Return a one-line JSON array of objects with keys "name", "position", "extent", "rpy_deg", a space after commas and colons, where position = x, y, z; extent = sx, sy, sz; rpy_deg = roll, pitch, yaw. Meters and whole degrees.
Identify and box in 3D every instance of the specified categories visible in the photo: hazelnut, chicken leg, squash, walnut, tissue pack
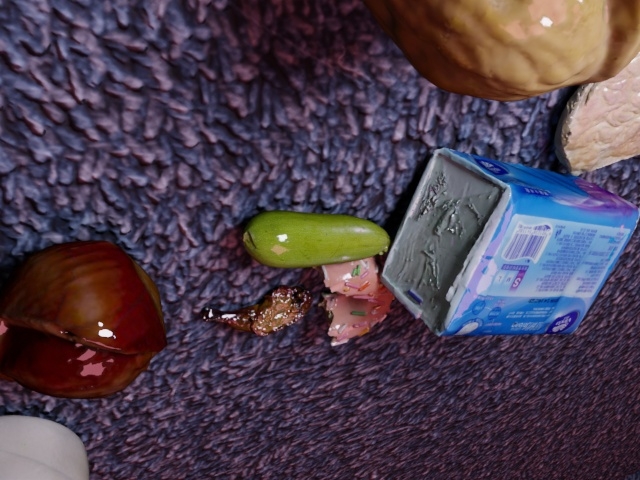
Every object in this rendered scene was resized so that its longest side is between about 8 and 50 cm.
[{"name": "hazelnut", "position": [-0.242, 0.092, 0.742], "extent": [0.170, 0.160, 0.201], "rpy_deg": [20, 132, -11]}, {"name": "chicken leg", "position": [-0.077, 0.092, 0.945], "extent": [0.145, 0.037, 0.062], "rpy_deg": [-18, 119, -12]}, {"name": "squash", "position": [0.000, 0.000, 0.860], "extent": [0.201, 0.066, 0.066], "rpy_deg": [2, 134, -35]}, {"name": "walnut", "position": [0.131, -0.218, 0.521], "extent": [0.224, 0.257, 0.257], "rpy_deg": [-35, 145, -16]}, {"name": "tissue pack", "position": [0.235, 0.007, 0.916], "extent": [0.263, 0.146, 0.198], "rpy_deg": [4, 118, -38]}]

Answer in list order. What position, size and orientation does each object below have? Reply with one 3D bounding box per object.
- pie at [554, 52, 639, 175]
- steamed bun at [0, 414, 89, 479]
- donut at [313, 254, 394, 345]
[{"name": "pie", "position": [0.384, -0.170, 0.890], "extent": [0.218, 0.052, 0.185], "rpy_deg": [-22, 145, -1]}, {"name": "steamed bun", "position": [-0.385, 0.330, 0.953], "extent": [0.164, 0.146, 0.241], "rpy_deg": [-14, 141, -9]}, {"name": "donut", "position": [0.050, 0.067, 0.965], "extent": [0.117, 0.065, 0.166], "rpy_deg": [-21, 144, -5]}]
